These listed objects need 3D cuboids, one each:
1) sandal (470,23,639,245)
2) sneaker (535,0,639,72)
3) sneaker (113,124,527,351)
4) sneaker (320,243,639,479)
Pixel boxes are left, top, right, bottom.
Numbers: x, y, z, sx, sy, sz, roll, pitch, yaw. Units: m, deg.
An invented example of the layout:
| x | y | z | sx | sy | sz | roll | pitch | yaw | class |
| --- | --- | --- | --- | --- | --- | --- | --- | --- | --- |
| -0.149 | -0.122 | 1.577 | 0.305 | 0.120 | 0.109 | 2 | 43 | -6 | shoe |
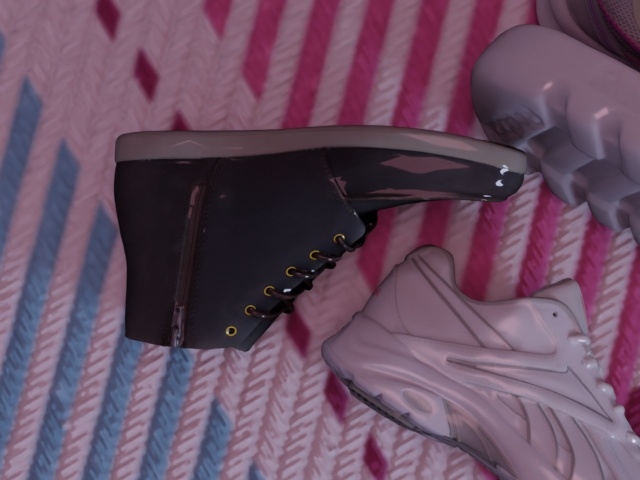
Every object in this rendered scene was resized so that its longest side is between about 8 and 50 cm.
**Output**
| x | y | z | sx | sy | sz | roll | pitch | yaw | class |
| --- | --- | --- | --- | --- | --- | --- | --- | --- | --- |
| 0.269 | -0.008 | 0.804 | 0.416 | 0.169 | 0.102 | 32 | 77 | 8 | sandal |
| 0.238 | -0.108 | 0.844 | 0.252 | 0.111 | 0.103 | 14 | 86 | 3 | sneaker |
| 0.000 | 0.000 | 0.863 | 0.222 | 0.083 | 0.118 | -1 | 91 | 15 | sneaker |
| 0.122 | 0.081 | 0.848 | 0.232 | 0.090 | 0.115 | 33 | 84 | 3 | sneaker |
